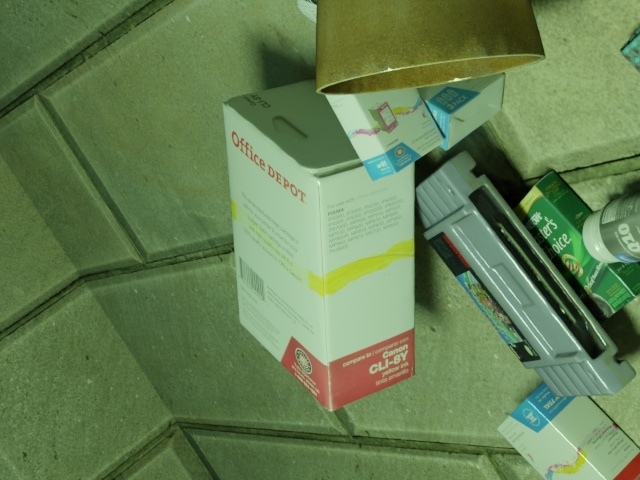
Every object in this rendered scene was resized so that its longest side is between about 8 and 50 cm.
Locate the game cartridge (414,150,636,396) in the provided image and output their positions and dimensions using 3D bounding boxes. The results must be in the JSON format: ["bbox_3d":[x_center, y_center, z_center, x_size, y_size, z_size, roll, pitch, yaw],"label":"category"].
[{"bbox_3d":[0.250,0.056,1.703,0.355,0.068,0.230,53,164,1],"label":"game cartridge"}]

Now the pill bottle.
[{"bbox_3d":[0.363,-0.017,1.466,0.078,0.078,0.137,56,154,-5],"label":"pill bottle"}]

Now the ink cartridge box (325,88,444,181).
[{"bbox_3d":[0.075,-0.146,1.524,0.122,0.088,0.052,60,149,-7],"label":"ink cartridge box"}]

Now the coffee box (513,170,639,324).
[{"bbox_3d":[0.317,0.012,1.614,0.184,0.040,0.113,49,155,8],"label":"coffee box"}]

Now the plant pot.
[{"bbox_3d":[0.094,-0.292,1.330,0.237,0.237,0.254,-8,91,60],"label":"plant pot"}]

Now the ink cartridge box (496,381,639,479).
[{"bbox_3d":[0.374,0.308,1.839,0.231,0.078,0.134,46,153,13],"label":"ink cartridge box"}]

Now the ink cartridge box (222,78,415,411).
[{"bbox_3d":[0.000,0.000,1.850,0.279,0.160,0.384,41,142,48],"label":"ink cartridge box"}]

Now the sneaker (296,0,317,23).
[{"bbox_3d":[0.027,-0.365,1.460,0.366,0.210,0.137,30,175,-39],"label":"sneaker"}]

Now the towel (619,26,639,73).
[{"bbox_3d":[0.451,-0.169,1.189,0.271,0.040,0.370,51,153,6],"label":"towel"}]

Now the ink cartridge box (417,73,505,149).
[{"bbox_3d":[0.124,-0.200,1.599,0.181,0.104,0.061,36,148,30],"label":"ink cartridge box"}]
